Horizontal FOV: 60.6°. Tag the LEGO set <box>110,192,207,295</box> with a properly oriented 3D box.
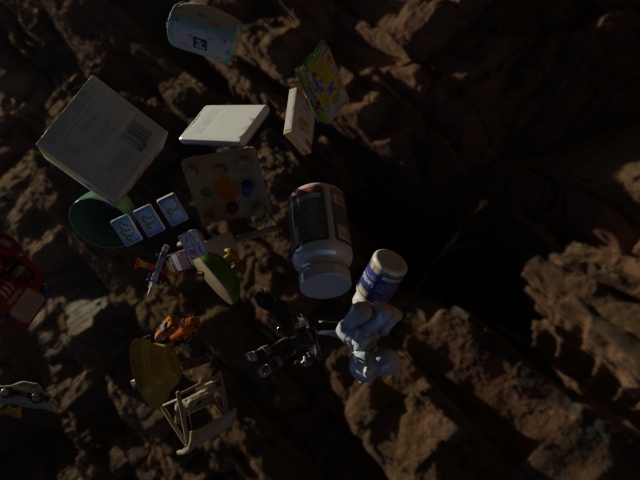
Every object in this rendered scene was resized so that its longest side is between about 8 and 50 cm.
[{"bbox_3d":[-0.395,0.025,1.392,0.060,0.182,0.244,-107,-7,-67],"label":"LEGO set"}]

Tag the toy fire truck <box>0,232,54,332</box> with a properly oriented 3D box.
[{"bbox_3d":[-0.963,0.134,1.684,0.254,0.169,0.302,40,-166,-21],"label":"toy fire truck"}]

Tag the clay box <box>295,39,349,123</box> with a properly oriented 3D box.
[{"bbox_3d":[0.004,-0.487,1.685,0.053,0.127,0.222,13,146,38],"label":"clay box"}]

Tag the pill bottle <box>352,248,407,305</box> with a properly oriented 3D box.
[{"bbox_3d":[0.240,0.179,2.279,0.153,0.264,0.153,17,-147,-12],"label":"pill bottle"}]

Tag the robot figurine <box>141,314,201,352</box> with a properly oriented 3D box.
[{"bbox_3d":[-0.663,0.426,2.427,0.211,0.291,0.085,10,-132,-39],"label":"robot figurine"}]

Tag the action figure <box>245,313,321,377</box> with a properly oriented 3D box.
[{"bbox_3d":[-0.111,0.367,1.908,0.285,0.099,0.185,-21,-109,-39],"label":"action figure"}]

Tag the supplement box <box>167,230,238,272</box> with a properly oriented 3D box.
[{"bbox_3d":[-0.396,0.042,1.821,0.239,0.130,0.073,-14,100,49],"label":"supplement box"}]

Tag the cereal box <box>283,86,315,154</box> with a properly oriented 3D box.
[{"bbox_3d":[-0.087,-0.515,2.373,0.173,0.047,0.240,40,-132,-52],"label":"cereal box"}]

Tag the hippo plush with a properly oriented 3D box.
[{"bbox_3d":[0.158,0.354,1.871,0.234,0.294,0.236,91,169,-59],"label":"hippo plush"}]

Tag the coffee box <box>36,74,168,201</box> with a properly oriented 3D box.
[{"bbox_3d":[-0.847,-0.370,2.158,0.338,0.337,0.334,37,166,-15],"label":"coffee box"}]

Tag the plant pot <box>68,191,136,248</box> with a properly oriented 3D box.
[{"bbox_3d":[-0.982,-0.135,2.546,0.290,0.290,0.195,44,-147,-27],"label":"plant pot"}]

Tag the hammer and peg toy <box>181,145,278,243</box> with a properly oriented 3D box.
[{"bbox_3d":[-0.299,-0.141,1.888,0.127,0.266,0.361,-92,-9,-55],"label":"hammer and peg toy"}]

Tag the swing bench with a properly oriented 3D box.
[{"bbox_3d":[-0.510,0.732,2.329,0.253,0.165,0.254,-16,-101,-53],"label":"swing bench"}]

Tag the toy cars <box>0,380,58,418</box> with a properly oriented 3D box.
[{"bbox_3d":[-1.014,0.512,1.801,0.176,0.394,0.087,45,-140,-40],"label":"toy cars"}]

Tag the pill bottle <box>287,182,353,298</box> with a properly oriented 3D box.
[{"bbox_3d":[0.000,0.000,1.878,0.210,0.210,0.363,43,-146,-49],"label":"pill bottle"}]

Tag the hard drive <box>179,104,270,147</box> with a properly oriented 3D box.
[{"bbox_3d":[-0.377,-0.451,2.145,0.319,0.210,0.040,9,145,33],"label":"hard drive"}]

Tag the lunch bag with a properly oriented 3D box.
[{"bbox_3d":[-0.381,-0.698,1.826,0.223,0.160,0.262,17,-161,-10],"label":"lunch bag"}]

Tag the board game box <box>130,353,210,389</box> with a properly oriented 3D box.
[{"bbox_3d":[-0.714,0.630,2.640,0.347,0.208,0.056,-1,-107,-64],"label":"board game box"}]

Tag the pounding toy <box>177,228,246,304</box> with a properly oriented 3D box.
[{"bbox_3d":[-0.281,0.058,1.538,0.237,0.110,0.183,52,160,-7],"label":"pounding toy"}]

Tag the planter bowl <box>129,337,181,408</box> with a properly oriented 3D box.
[{"bbox_3d":[-0.471,0.376,1.616,0.217,0.090,0.217,159,90,-89],"label":"planter bowl"}]

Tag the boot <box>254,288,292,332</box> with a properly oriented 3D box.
[{"bbox_3d":[-0.136,0.198,1.558,0.099,0.045,0.121,17,133,34],"label":"boot"}]
